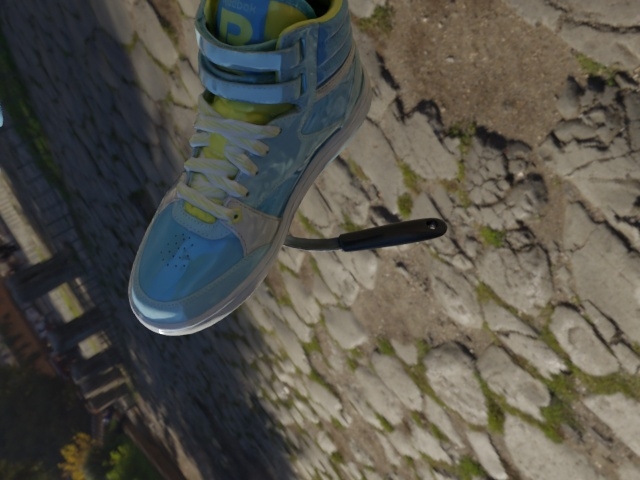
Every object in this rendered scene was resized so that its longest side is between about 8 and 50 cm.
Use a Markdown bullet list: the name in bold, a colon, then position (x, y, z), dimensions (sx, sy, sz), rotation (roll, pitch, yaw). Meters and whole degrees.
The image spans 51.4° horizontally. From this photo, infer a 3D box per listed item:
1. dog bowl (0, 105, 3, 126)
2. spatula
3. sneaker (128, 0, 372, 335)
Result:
- **dog bowl**: position (-0.519, -0.179, 0.914), dimensions (0.166, 0.074, 0.297), rotation (53, 144, 5)
- **spatula**: position (0.000, 0.000, 0.761), dimensions (0.030, 0.297, 0.084), rotation (92, 170, -49)
- **sneaker**: position (-0.076, -0.087, 0.536), dimensions (0.127, 0.319, 0.208), rotation (25, 162, 18)
